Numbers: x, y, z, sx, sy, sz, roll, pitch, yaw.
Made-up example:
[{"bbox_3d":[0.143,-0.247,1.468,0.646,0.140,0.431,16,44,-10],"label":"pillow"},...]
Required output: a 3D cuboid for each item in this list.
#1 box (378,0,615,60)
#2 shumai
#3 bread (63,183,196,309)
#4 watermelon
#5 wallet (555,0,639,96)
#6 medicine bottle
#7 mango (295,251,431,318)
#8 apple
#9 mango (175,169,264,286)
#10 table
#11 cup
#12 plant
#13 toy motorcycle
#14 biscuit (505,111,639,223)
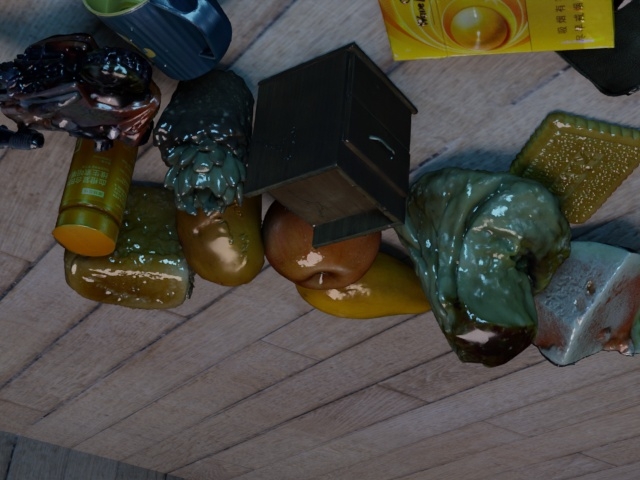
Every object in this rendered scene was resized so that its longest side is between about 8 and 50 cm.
[{"bbox_3d":[0.202,-0.284,1.134,0.269,0.043,0.152,2,141,20],"label":"box"},{"bbox_3d":[0.224,0.062,1.514,0.303,0.263,0.309,4,146,24],"label":"shumai"},{"bbox_3d":[-0.299,0.020,1.641,0.246,0.196,0.176,7,146,-2],"label":"bread"},{"bbox_3d":[0.458,0.116,1.653,0.319,0.214,0.289,27,144,-8],"label":"watermelon"},{"bbox_3d":[0.440,-0.272,1.147,0.172,0.045,0.318,31,142,-32],"label":"wallet"},{"bbox_3d":[-0.339,-0.080,1.474,0.096,0.192,0.096,5,150,3],"label":"medicine bottle"},{"bbox_3d":[0.085,0.082,1.771,0.316,0.119,0.176,13,148,-29],"label":"mango"},{"bbox_3d":[0.000,0.000,1.584,0.201,0.162,0.201,5,148,3],"label":"apple"},{"bbox_3d":[-0.149,-0.043,1.493,0.151,0.156,0.249,-14,123,-32],"label":"mango"},{"bbox_3d":[0.020,-0.124,1.329,0.172,0.193,0.169,-15,144,33],"label":"table"},{"bbox_3d":[-0.175,-0.270,1.159,0.176,0.131,0.155,33,173,34],"label":"cup"},{"bbox_3d":[-0.159,-0.136,1.339,0.129,0.195,0.132,0,151,9],"label":"plant"},{"bbox_3d":[-0.368,-0.190,1.312,0.400,0.134,0.207,0,161,25],"label":"toy motorcycle"},{"bbox_3d":[0.374,-0.100,1.477,0.172,0.029,0.254,10,151,-9],"label":"biscuit"}]
